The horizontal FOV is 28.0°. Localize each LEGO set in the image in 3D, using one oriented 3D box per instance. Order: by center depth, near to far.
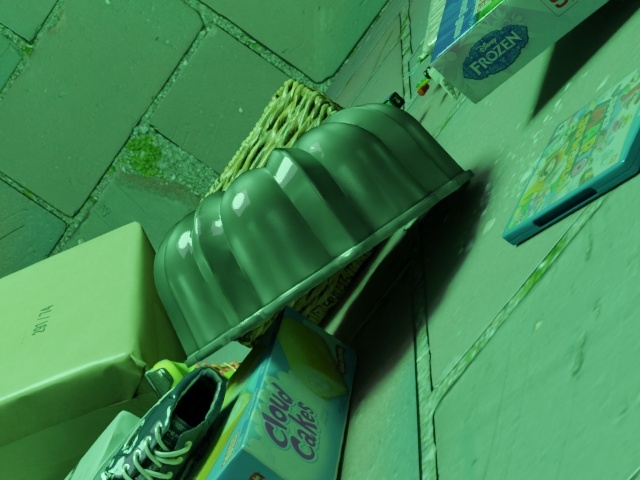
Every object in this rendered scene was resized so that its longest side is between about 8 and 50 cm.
[{"bbox_3d":[0.186,-0.250,1.676,0.244,0.060,0.182,-45,7,-9],"label":"LEGO set"}]

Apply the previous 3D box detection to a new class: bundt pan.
[{"bbox_3d":[-0.023,-0.019,1.232,0.331,0.124,0.331,-35,-1,-1],"label":"bundt pan"}]

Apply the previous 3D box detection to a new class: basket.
[{"bbox_3d":[0.000,0.000,1.536,0.299,0.223,0.213,-55,41,5],"label":"basket"}]

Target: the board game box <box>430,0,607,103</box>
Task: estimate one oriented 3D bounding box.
[{"bbox_3d":[0.251,-0.319,1.197,0.318,0.066,0.319,-38,23,36],"label":"board game box"}]

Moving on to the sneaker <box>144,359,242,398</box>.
[{"bbox_3d":[-0.104,0.154,1.326,0.094,0.081,0.208,-41,-29,4],"label":"sneaker"}]

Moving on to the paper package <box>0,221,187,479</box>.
[{"bbox_3d":[-0.311,0.162,1.503,0.309,0.168,0.325,-22,27,5],"label":"paper package"}]

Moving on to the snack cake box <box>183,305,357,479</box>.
[{"bbox_3d":[-0.053,0.186,1.123,0.152,0.089,0.264,-51,9,20],"label":"snack cake box"}]

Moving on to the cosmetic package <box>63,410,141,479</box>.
[{"bbox_3d":[-0.244,0.364,1.275,0.385,0.156,0.217,-47,13,41],"label":"cosmetic package"}]

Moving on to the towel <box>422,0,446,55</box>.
[{"bbox_3d":[0.255,-0.359,1.517,0.332,0.053,0.317,-43,12,21],"label":"towel"}]

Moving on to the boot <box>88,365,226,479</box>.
[{"bbox_3d":[-0.146,0.188,1.091,0.086,0.069,0.190,-52,7,47],"label":"boot"}]

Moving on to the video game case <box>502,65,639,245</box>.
[{"bbox_3d":[0.199,-0.069,0.939,0.119,0.015,0.166,-59,9,-27],"label":"video game case"}]
